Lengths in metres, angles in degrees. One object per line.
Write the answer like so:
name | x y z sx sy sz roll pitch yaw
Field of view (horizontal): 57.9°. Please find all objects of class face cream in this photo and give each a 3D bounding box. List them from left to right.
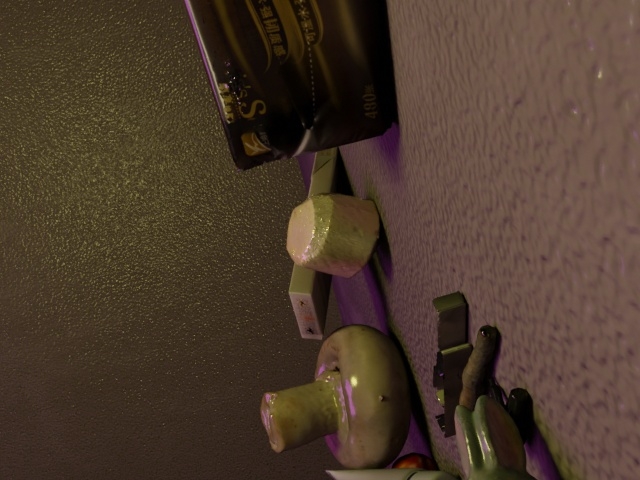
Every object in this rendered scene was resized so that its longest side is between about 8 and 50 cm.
face cream | 0.125 0.448 1.011 0.143 0.089 0.314 42 145 -7

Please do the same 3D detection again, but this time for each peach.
peach | 0.182 0.456 1.100 0.101 0.101 0.100 164 90 -86

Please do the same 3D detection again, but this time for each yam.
yam | 0.164 0.153 0.623 0.234 0.027 0.029 80 178 -51

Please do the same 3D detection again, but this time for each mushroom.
mushroom | 0.026 0.312 1.154 0.292 0.290 0.292 178 90 -74

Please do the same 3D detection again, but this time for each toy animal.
toy animal | 0.148 0.253 0.453 0.236 0.138 0.108 63 -158 14

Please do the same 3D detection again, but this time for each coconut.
coconut | 0.032 -0.010 0.998 0.147 0.153 0.146 -169 90 -67

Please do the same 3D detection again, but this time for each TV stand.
TV stand | 0.155 0.155 0.688 0.042 0.036 0.249 -108 5 -48

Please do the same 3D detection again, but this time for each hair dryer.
hair dryer | 0.172 0.151 0.546 0.083 0.032 0.078 -97 5 -59

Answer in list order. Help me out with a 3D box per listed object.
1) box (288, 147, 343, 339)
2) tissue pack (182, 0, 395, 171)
box | -0.001 -0.001 1.211 0.204 0.051 0.364 79 -162 -56
tissue pack | -0.052 -0.295 0.644 0.198 0.210 0.369 -101 -3 -53
